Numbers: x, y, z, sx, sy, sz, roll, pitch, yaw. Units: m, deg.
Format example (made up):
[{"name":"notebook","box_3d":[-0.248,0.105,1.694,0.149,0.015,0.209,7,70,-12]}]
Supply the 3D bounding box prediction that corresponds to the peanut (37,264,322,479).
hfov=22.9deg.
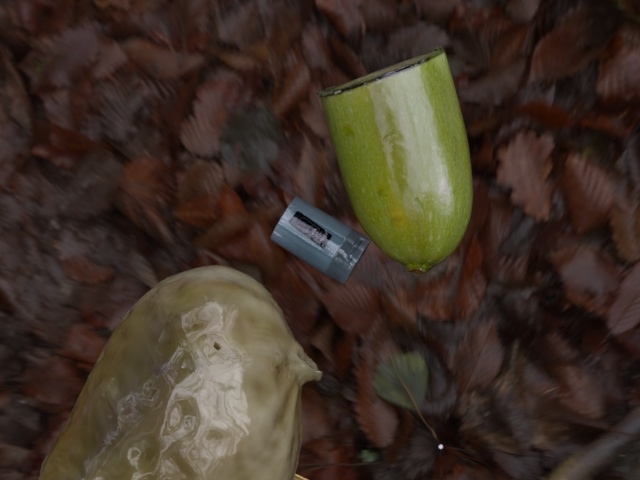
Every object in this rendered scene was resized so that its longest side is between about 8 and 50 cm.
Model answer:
[{"name":"peanut","box_3d":[-0.082,0.122,0.874,0.129,0.129,0.224,31,99,8]}]

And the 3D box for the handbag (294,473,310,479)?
[{"name":"handbag","box_3d":[0.001,0.253,1.396,0.190,0.127,0.063,22,69,24]}]

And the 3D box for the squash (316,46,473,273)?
[{"name":"squash","box_3d":[0.075,-0.063,1.360,0.123,0.123,0.187,-14,95,2]}]

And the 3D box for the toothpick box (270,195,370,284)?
[{"name":"toothpick box","box_3d":[0.000,0.000,1.508,0.083,0.052,0.052,31,86,4]}]
